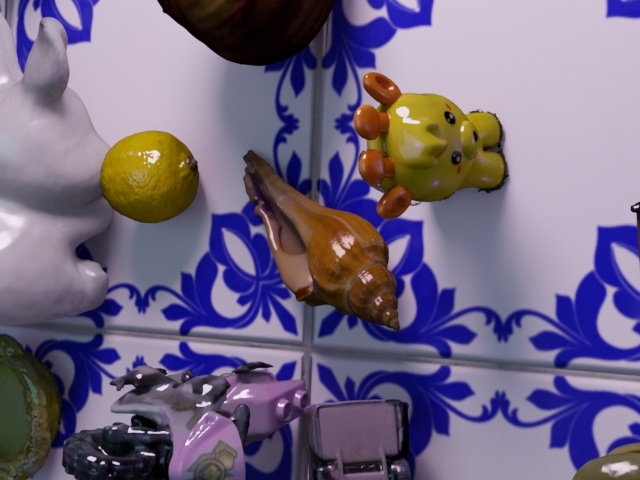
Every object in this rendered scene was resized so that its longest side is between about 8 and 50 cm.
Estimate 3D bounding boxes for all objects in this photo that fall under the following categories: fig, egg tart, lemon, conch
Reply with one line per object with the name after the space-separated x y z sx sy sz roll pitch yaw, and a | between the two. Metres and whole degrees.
-0.042 -0.348 1.889 0.217 0.217 0.321 34 90 32 | fig
-0.389 0.210 2.190 0.197 0.078 0.197 1 91 38 | egg tart
-0.194 -0.073 2.032 0.133 0.109 0.109 -14 80 29 | lemon
0.005 0.000 1.905 0.330 0.093 0.109 53 138 48 | conch

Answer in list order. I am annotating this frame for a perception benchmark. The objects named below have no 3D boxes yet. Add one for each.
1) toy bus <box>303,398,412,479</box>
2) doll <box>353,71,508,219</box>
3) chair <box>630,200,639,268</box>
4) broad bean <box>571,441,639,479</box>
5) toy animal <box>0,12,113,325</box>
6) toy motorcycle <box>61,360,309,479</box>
0.037 0.323 1.822 0.138 0.112 0.317 155 114 -75 | toy bus
0.096 -0.093 1.751 0.135 0.221 0.143 -7 88 33 | doll
0.384 -0.024 1.561 0.188 0.166 0.272 -7 85 36 | chair
0.338 0.306 1.634 0.189 0.121 0.263 -28 87 28 | broad bean
-0.364 -0.085 2.076 0.196 0.241 0.367 15 97 37 | toy animal
-0.113 0.202 1.837 0.188 0.327 0.143 6 102 29 | toy motorcycle
